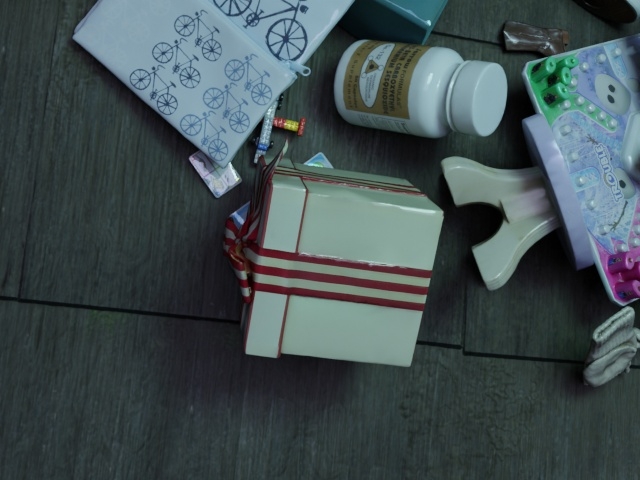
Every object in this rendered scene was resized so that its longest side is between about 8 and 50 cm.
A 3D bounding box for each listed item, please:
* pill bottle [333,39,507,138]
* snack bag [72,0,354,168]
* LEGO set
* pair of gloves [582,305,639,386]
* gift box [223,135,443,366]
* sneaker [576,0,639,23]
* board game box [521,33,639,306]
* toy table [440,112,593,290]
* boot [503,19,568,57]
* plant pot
[{"bbox_3d":[0.145,-0.218,1.184,0.229,0.131,0.131,16,78,36],"label":"pill bottle"},{"bbox_3d":[-0.150,-0.332,1.181,0.323,0.037,0.342,42,98,8],"label":"snack bag"},{"bbox_3d":[-0.091,-0.126,1.230,0.182,0.060,0.244,-36,93,-12],"label":"LEGO set"},{"bbox_3d":[0.496,0.135,1.229,0.240,0.204,0.042,-30,57,-11],"label":"pair of gloves"},{"bbox_3d":[0.000,0.000,1.118,0.258,0.255,0.276,6,100,-10],"label":"gift box"},{"bbox_3d":[0.430,-0.482,1.329,0.290,0.106,0.123,40,82,-2],"label":"sneaker"},{"bbox_3d":[0.536,-0.140,1.280,0.390,0.050,0.389,-19,87,-28],"label":"board game box"},{"bbox_3d":[0.286,-0.042,1.193,0.161,0.252,0.274,-21,120,10],"label":"toy table"},{"bbox_3d":[0.348,-0.307,1.331,0.114,0.037,0.106,7,69,-11],"label":"boot"},{"bbox_3d":[0.084,-0.411,1.242,0.234,0.165,0.165,29,80,1],"label":"plant pot"}]
